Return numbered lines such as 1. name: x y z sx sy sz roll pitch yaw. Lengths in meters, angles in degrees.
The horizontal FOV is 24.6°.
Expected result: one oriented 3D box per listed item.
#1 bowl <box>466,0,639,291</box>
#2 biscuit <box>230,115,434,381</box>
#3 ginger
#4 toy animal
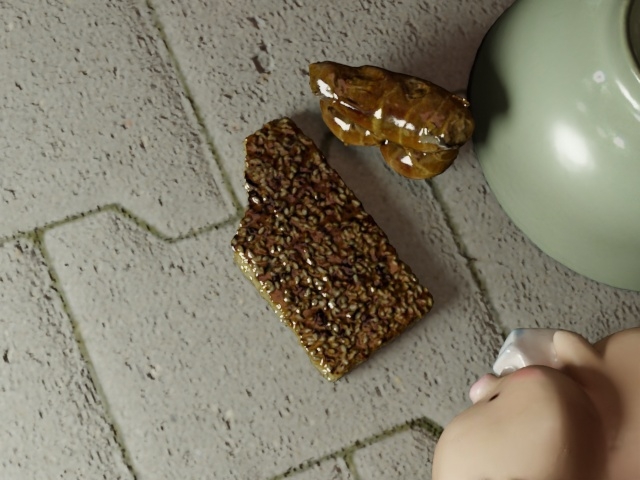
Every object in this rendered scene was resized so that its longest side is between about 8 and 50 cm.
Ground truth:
1. bowl: 0.329 -0.145 1.375 0.354 0.185 0.354 4 68 -10
2. biscuit: -0.012 0.002 1.338 0.131 0.026 0.237 -33 79 -22
3. ginger: 0.065 -0.117 1.363 0.162 0.103 0.073 25 62 9
4. toy animal: 0.215 0.171 1.230 0.256 0.195 0.213 -5 62 -10
